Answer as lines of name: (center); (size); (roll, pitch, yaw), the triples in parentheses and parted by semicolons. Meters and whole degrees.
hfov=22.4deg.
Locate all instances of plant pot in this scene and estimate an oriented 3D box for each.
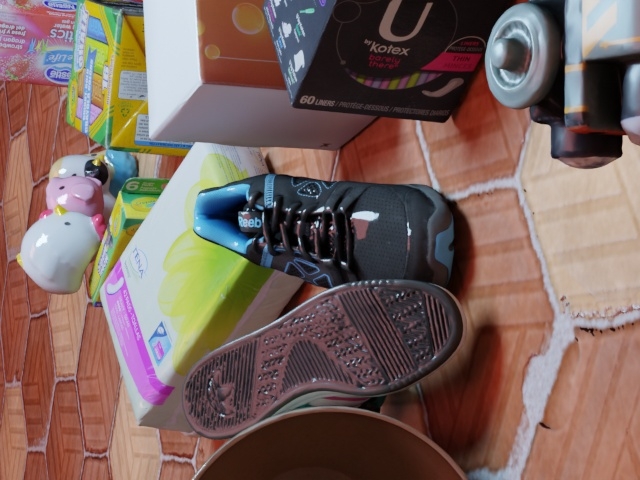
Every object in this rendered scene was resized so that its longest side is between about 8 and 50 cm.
plant pot: (0.000, 0.280, 1.445); (0.191, 0.284, 0.284); (-175, 88, -85)

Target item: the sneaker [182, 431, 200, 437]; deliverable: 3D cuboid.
sneaker: (-0.148, 0.142, 2.037); (0.094, 0.080, 0.212); (-10, 77, 55)

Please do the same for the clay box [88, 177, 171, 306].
clay box: (-0.222, 0.005, 2.148); (0.222, 0.127, 0.053); (117, 146, -46)

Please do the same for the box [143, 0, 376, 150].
box: (-0.062, -0.284, 1.678); (0.168, 0.215, 0.345); (145, 124, -62)

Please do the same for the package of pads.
package of pads: (-0.145, 0.048, 1.924); (0.296, 0.101, 0.229); (-53, 40, 30)

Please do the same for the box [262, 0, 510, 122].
box: (0.073, -0.251, 1.415); (0.270, 0.165, 0.143); (115, 149, -43)

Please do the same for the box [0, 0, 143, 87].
box: (-0.383, -0.309, 2.397); (0.128, 0.256, 0.123); (-116, 37, -49)

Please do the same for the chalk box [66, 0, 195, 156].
chalk box: (-0.224, -0.219, 2.114); (0.289, 0.180, 0.179); (-150, 65, -66)

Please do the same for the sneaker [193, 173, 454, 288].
sneaker: (0.000, 0.000, 1.572); (0.340, 0.139, 0.125); (7, 93, 57)

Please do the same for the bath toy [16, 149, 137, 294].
bath toy: (-0.340, -0.040, 2.306); (0.129, 0.151, 0.348); (-37, 12, 14)

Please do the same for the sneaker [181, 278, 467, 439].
sneaker: (0.034, 0.117, 1.520); (0.295, 0.178, 0.124); (-21, 78, 29)

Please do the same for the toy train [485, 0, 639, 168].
toy train: (0.214, -0.219, 1.127); (0.190, 0.142, 0.334); (-2, 86, 58)
